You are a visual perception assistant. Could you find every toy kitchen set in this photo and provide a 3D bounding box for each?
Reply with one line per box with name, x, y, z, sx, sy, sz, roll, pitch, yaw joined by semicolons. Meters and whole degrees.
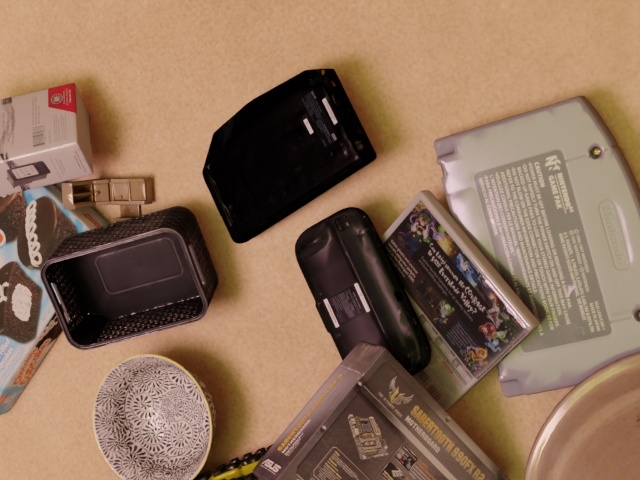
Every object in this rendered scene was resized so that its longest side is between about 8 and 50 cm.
toy kitchen set;-0.262;-0.041;1.316;0.083;0.075;0.068;0;97;27

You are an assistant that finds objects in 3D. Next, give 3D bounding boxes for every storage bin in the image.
storage bin;-0.226;0.045;1.273;0.180;0.084;0.122;-15;109;10

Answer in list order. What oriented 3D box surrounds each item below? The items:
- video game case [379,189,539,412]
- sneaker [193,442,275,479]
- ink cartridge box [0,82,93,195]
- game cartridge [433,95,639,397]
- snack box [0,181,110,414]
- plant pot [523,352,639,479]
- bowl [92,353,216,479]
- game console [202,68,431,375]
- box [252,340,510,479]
video game case;0.124;0.070;1.161;0.190;0.022;0.173;53;129;19
sneaker;-0.139;0.362;1.283;0.344;0.134;0.146;-21;100;29
ink cartridge box;-0.364;-0.121;1.304;0.151;0.063;0.109;-13;53;1
game cartridge;0.250;0.007;1.123;0.196;0.060;0.294;-15;91;27
snack box;-0.418;0.060;1.401;0.187;0.060;0.322;41;109;14
plant pot;0.351;0.292;0.938;0.334;0.305;0.333;2;99;9
bowl;-0.190;0.219;1.313;0.170;0.080;0.170;1;93;23
game console;0.000;0.000;1.200;0.213;0.044;0.361;-31;80;36
box;0.069;0.249;1.119;0.231;0.056;0.183;46;73;-21
